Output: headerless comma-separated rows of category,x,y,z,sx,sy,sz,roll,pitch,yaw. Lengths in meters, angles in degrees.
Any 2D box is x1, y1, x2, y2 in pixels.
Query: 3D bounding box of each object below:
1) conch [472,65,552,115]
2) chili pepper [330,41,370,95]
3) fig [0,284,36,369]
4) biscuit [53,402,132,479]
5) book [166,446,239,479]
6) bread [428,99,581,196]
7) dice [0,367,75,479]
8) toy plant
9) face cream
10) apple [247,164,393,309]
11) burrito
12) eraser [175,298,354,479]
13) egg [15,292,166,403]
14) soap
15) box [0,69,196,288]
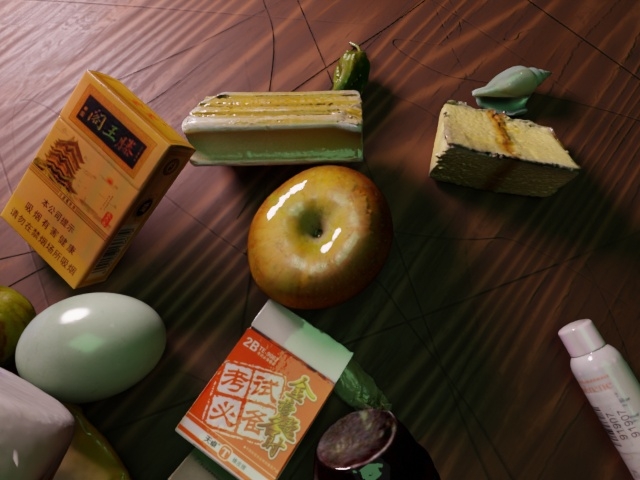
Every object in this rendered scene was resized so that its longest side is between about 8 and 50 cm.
conch,0.385,-0.301,0.925,0.180,0.088,0.065,-21,32,-5
chili pepper,0.053,-0.311,0.880,0.073,0.072,0.204,24,73,4
fig,-0.513,0.183,0.660,0.151,0.151,0.259,23,99,2
biscuit,-0.395,0.461,0.556,0.446,0.104,0.429,44,59,6
book,-0.157,0.416,0.573,0.215,0.025,0.282,41,40,7
bread,0.328,-0.191,0.838,0.240,0.135,0.178,11,72,0
dice,-0.428,0.221,0.407,0.304,0.304,0.277,29,65,-10
toy plant,0.076,0.365,0.626,0.218,0.175,0.235,-24,102,-19
face cream,0.474,0.255,0.740,0.082,0.082,0.269,-23,76,-13
apple,0.000,0.000,0.727,0.234,0.173,0.210,-25,75,-3
burrito,0.037,0.210,0.727,0.188,0.045,0.058,43,58,11
eraser,-0.076,0.220,0.677,0.157,0.038,0.230,31,70,12
egg,-0.318,0.148,0.654,0.192,0.149,0.149,-13,74,-15
soap,-0.067,-0.188,0.768,0.274,0.089,0.173,-1,32,3
box,-0.339,-0.087,0.702,0.174,0.076,0.274,41,104,7
